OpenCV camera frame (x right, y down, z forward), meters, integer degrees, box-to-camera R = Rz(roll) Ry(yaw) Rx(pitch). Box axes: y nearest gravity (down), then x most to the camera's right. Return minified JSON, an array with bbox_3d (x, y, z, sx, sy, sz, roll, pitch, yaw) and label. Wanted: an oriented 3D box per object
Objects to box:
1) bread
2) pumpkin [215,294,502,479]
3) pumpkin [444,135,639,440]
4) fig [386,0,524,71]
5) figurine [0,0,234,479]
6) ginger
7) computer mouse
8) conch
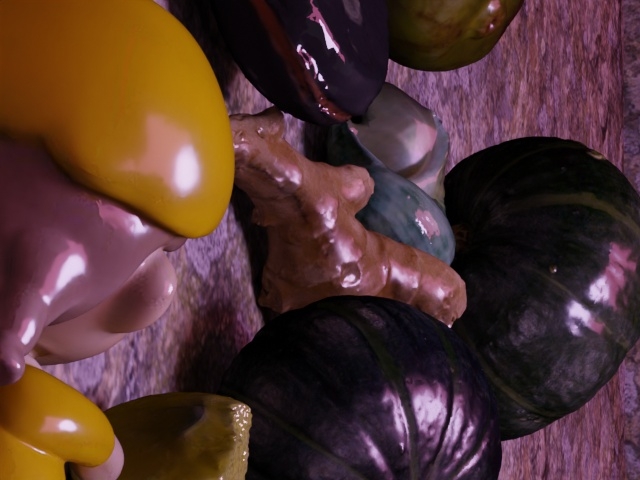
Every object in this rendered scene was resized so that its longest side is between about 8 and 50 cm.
[{"bbox_3d":[-0.098,0.160,1.210,0.129,0.111,0.114,-59,146,-65],"label":"bread"},{"bbox_3d":[0.015,0.162,1.448,0.250,0.216,0.250,-8,101,-41],"label":"pumpkin"},{"bbox_3d":[0.186,0.047,1.821,0.207,0.300,0.300,36,43,-24],"label":"pumpkin"},{"bbox_3d":[0.099,-0.280,1.852,0.225,0.203,0.203,53,6,21],"label":"fig"},{"bbox_3d":[-0.148,0.037,0.902,0.187,0.215,0.344,35,55,-64],"label":"figurine"},{"bbox_3d":[0.000,0.000,1.555,0.334,0.148,0.081,51,0,-40],"label":"ginger"},{"bbox_3d":[-0.029,-0.230,1.500,0.183,0.116,0.323,48,32,-52],"label":"computer mouse"},{"bbox_3d":[0.053,-0.037,1.718,0.176,0.122,0.188,60,24,-19],"label":"conch"}]
